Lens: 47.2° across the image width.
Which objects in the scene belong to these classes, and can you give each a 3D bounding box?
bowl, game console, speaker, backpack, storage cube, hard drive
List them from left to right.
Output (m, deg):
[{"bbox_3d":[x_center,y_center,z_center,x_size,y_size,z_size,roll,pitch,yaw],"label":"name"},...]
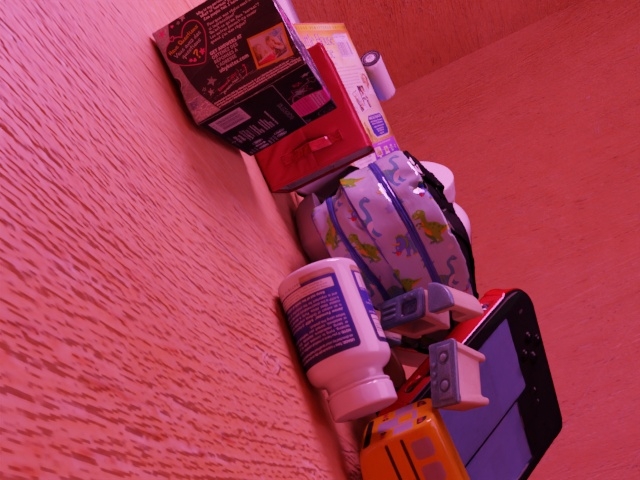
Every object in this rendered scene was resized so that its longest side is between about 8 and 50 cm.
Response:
[{"bbox_3d":[-0.028,-0.208,1.289,0.193,0.183,0.215,65,9,1],"label":"storage cube"},{"bbox_3d":[0.000,0.000,1.324,0.142,0.053,0.142,-104,167,-47],"label":"bowl"},{"bbox_3d":[0.014,-0.112,1.408,0.022,0.094,0.135,50,-12,-28],"label":"hard drive"},{"bbox_3d":[0.148,-0.420,1.877,0.136,0.055,0.055,53,15,-52],"label":"speaker"},{"bbox_3d":[0.132,0.016,1.188,0.356,0.273,0.290,90,-19,-62],"label":"backpack"},{"bbox_3d":[0.253,0.297,1.152,0.060,0.386,0.342,3,-55,49],"label":"game console"}]

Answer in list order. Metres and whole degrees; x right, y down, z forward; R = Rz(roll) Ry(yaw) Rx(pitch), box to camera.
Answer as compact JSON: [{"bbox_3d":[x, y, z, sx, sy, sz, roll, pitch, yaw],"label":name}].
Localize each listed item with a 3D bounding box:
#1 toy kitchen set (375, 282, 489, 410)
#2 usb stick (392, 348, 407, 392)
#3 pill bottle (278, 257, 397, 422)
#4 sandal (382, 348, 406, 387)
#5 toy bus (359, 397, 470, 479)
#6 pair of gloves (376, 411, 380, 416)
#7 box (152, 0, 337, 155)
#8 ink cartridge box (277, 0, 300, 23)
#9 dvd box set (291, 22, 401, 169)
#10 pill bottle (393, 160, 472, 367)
[{"bbox_3d":[0.103,0.153,0.981,0.122,0.207,0.166,20,58,-33],"label":"toy kitchen set"},{"bbox_3d":[0.114,0.196,1.501,0.077,0.045,0.278,22,45,-79],"label":"usb stick"},{"bbox_3d":[0.025,0.127,0.926,0.112,0.111,0.187,46,22,-66],"label":"pill bottle"},{"bbox_3d":[0.038,0.162,1.125,0.240,0.088,0.079,56,42,-16],"label":"sandal"},{"bbox_3d":[0.153,0.384,0.935,0.108,0.130,0.333,-39,104,-81],"label":"toy bus"},{"bbox_3d":[0.107,0.297,1.302,0.083,0.010,0.074,-79,145,-71],"label":"pair of gloves"},{"bbox_3d":[-0.095,-0.230,1.006,0.142,0.163,0.247,63,8,8],"label":"box"},{"bbox_3d":[-0.138,-0.610,1.932,0.211,0.121,0.289,24,43,-77],"label":"ink cartridge box"},{"bbox_3d":[0.059,-0.299,1.699,0.421,0.062,0.307,65,29,-5],"label":"dvd box set"},{"bbox_3d":[0.212,0.051,1.572,0.229,0.228,0.408,-99,179,-61],"label":"pill bottle"}]
